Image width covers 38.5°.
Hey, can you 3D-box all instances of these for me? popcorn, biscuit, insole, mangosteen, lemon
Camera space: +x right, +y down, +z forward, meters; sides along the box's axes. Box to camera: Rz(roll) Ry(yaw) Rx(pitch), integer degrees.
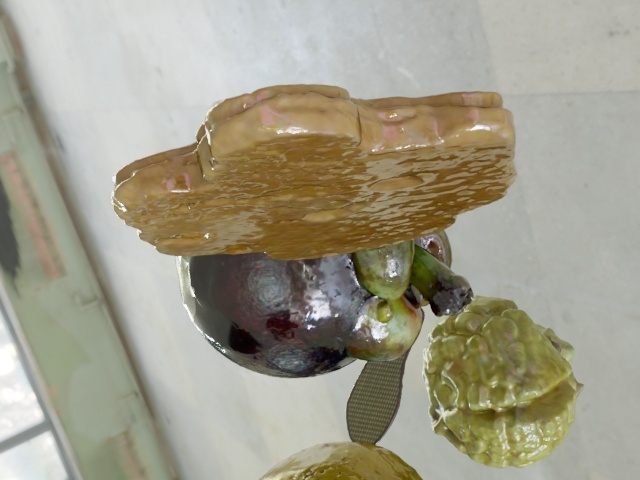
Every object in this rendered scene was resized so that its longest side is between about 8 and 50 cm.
[{"bbox_3d":[0.287,0.223,1.452,0.270,0.258,0.224,30,147,-7],"label":"popcorn"},{"bbox_3d":[-0.002,-0.040,0.633,0.376,0.269,0.051,44,-145,-77],"label":"biscuit"},{"bbox_3d":[0.101,0.207,1.449,0.086,0.253,0.005,10,153,25],"label":"insole"},{"bbox_3d":[-0.011,0.002,1.058,0.330,0.330,0.330,47,150,37],"label":"mangosteen"},{"bbox_3d":[0.012,0.386,1.147,0.310,0.258,0.258,-34,78,25],"label":"lemon"}]
